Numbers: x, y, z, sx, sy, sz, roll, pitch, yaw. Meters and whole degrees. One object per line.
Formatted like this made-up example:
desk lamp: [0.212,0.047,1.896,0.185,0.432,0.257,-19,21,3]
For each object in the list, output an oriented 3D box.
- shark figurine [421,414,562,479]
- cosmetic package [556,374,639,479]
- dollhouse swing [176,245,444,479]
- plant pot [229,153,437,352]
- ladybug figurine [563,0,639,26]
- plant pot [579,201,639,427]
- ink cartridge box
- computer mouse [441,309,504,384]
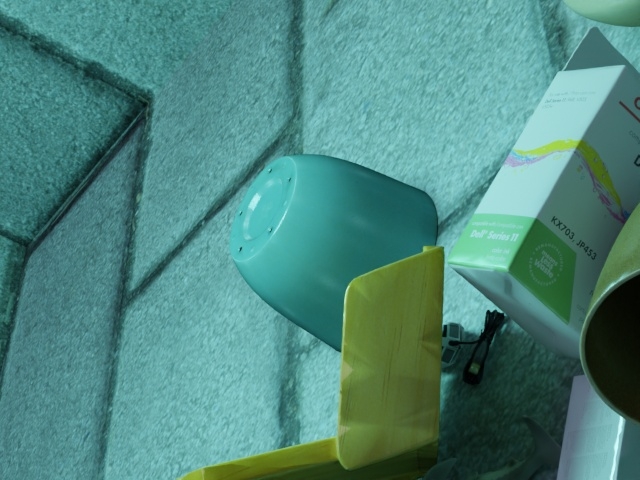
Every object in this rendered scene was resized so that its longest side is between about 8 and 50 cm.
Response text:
shark figurine: [0.187,0.327,1.631,0.278,0.166,0.116,-22,53,8]
cosmetic package: [0.314,0.261,1.490,0.099,0.060,0.239,-25,44,55]
dollhouse swing: [-0.002,0.181,1.683,0.347,0.305,0.315,72,-160,-74]
plant pot: [0.000,0.000,2.131,0.293,0.235,0.293,-43,32,36]
ladybug figurine: [0.496,-0.425,1.705,0.449,0.162,0.305,-36,36,44]
plant pot: [0.396,0.035,1.405,0.237,0.237,0.254,-42,18,36]
ink cartridge box: [0.328,-0.060,1.573,0.119,0.207,0.353,5,60,59]
computer mouse: [0.177,0.145,1.886,0.193,0.042,0.106,0,69,56]
